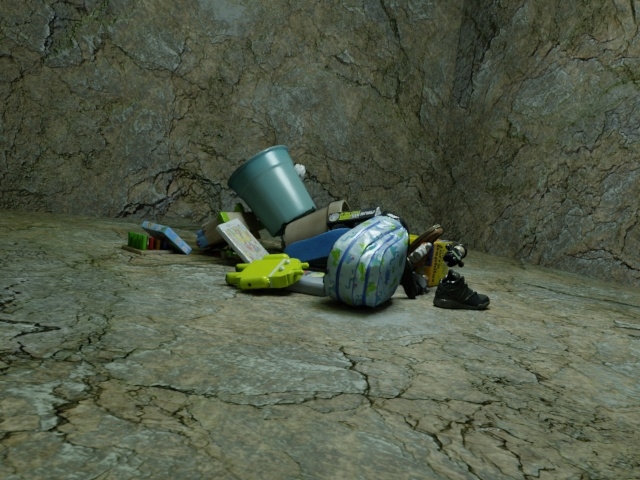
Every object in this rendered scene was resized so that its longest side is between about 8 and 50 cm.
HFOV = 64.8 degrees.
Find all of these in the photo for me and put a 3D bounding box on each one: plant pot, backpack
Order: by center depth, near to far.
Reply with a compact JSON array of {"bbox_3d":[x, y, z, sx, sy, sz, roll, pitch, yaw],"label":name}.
[{"bbox_3d":[0.155,0.079,1.659,0.355,0.290,0.273,-8,29,-44],"label":"backpack"},{"bbox_3d":[0.000,0.000,2.264,0.280,0.323,0.323,-10,2,13],"label":"plant pot"},{"bbox_3d":[-0.211,-0.217,2.406,0.341,0.334,0.341,-33,-6,-4],"label":"plant pot"}]

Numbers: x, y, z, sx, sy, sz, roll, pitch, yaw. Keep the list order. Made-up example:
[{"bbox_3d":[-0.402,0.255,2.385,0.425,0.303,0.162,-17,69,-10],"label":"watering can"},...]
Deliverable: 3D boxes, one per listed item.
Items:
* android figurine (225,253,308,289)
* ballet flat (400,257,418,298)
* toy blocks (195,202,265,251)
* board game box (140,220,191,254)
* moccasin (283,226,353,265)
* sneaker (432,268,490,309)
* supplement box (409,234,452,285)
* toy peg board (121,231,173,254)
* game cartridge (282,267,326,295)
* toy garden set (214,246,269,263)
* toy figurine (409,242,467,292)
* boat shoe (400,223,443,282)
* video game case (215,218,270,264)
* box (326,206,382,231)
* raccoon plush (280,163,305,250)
[{"bbox_3d":[-0.176,0.107,1.713,0.273,0.056,0.248,-4,17,19],"label":"android figurine"},{"bbox_3d":[0.313,0.130,1.824,0.057,0.173,0.049,-10,21,19],"label":"ballet flat"},{"bbox_3d":[-0.465,-0.038,2.396,0.261,0.191,0.381,-25,-4,17],"label":"toy blocks"},{"bbox_3d":[-0.696,-0.013,2.269,0.211,0.039,0.160,13,-29,43],"label":"board game box"},{"bbox_3d":[0.028,0.027,1.941,0.342,0.138,0.117,-6,-16,2],"label":"moccasin"},{"bbox_3d":[0.508,0.174,1.776,0.227,0.130,0.087,7,7,-19],"label":"sneaker"},{"bbox_3d":[0.379,0.073,2.265,0.356,0.194,0.195,11,7,36],"label":"supplement box"},{"bbox_3d":[-0.757,0.008,2.215,0.161,0.079,0.160,12,8,39],"label":"toy peg board"},{"bbox_3d":[-0.015,0.146,1.844,0.196,0.060,0.294,12,7,13],"label":"game cartridge"},{"bbox_3d":[-0.362,0.059,2.294,0.244,0.049,0.204,10,7,29],"label":"toy garden set"},{"bbox_3d":[0.445,0.109,1.916,0.209,0.213,0.148,6,19,31],"label":"toy figurine"},{"bbox_3d":[0.407,0.059,2.062,0.111,0.307,0.104,-15,63,-45],"label":"boat shoe"},{"bbox_3d":[-0.327,0.009,2.153,0.227,0.026,0.206,49,17,0],"label":"video game case"},{"bbox_3d":[0.175,-0.007,1.999,0.216,0.270,0.060,-6,44,28],"label":"box"},{"bbox_3d":[-0.127,-0.129,2.613,0.299,0.446,0.216,44,48,19],"label":"raccoon plush"}]
